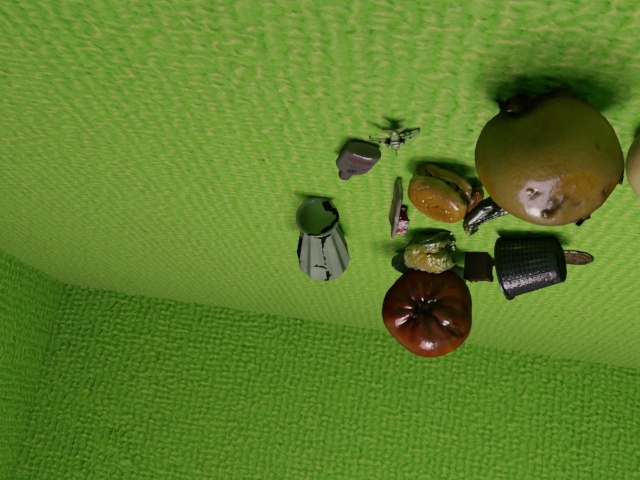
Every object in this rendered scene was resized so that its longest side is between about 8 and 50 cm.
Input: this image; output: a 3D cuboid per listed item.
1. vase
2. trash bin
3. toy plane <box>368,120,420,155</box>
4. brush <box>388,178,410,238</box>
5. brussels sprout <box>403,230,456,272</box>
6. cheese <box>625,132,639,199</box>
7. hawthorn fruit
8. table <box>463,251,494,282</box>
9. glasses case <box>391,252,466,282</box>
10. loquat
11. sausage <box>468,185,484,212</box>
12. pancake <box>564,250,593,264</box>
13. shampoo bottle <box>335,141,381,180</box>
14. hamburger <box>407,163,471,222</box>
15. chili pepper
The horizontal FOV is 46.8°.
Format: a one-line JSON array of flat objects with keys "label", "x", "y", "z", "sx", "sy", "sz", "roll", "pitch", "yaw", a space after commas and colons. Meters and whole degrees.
[{"label": "vase", "x": 0.000, "y": 0.000, "z": 2.105, "sx": 0.165, "sy": 0.165, "sz": 0.360, "roll": 8, "pitch": 161, "yaw": 7}, {"label": "trash bin", "x": 0.565, "y": 0.062, "z": 1.974, "sx": 0.161, "sy": 0.175, "sz": 0.175, "roll": -13, "pitch": 155, "yaw": 30}, {"label": "toy plane", "x": 0.149, "y": -0.203, "z": 1.485, "sx": 0.102, "sy": 0.040, "sz": 0.111, "roll": -3, "pitch": 161, "yaw": 7}, {"label": "brush", "x": 0.204, "y": -0.075, "z": 1.874, "sx": 0.050, "sy": 0.060, "sz": 0.321, "roll": -4, "pitch": 164, "yaw": 2}, {"label": "brussels sprout", "x": 0.311, "y": 0.031, "z": 2.118, "sx": 0.139, "sy": 0.101, "sz": 0.181, "roll": 26, "pitch": 161, "yaw": -18}, {"label": "cheese", "x": 0.653, "y": -0.134, "z": 1.303, "sx": 0.214, "sy": 0.117, "sz": 0.226, "roll": 4, "pitch": 158, "yaw": 34}, {"label": "hawthorn fruit", "x": 0.335, "y": 0.220, "z": 2.258, "sx": 0.277, "sy": 0.277, "sz": 0.298, "roll": 7, "pitch": 168, "yaw": 12}, {"label": "table", "x": 0.479, "y": 0.085, "z": 2.222, "sx": 0.070, "sy": 0.083, "sz": 0.082, "roll": -1, "pitch": 164, "yaw": 30}, {"label": "glasses case", "x": 0.350, "y": 0.096, "z": 2.367, "sx": 0.282, "sy": 0.067, "sz": 0.109, "roll": 19, "pitch": 157, "yaw": -33}, {"label": "loquat", "x": 0.378, "y": -0.143, "z": 1.246, "sx": 0.243, "sy": 0.244, "sz": 0.244, "roll": 9, "pitch": 164, "yaw": 3}, {"label": "sausage", "x": 0.340, "y": -0.088, "z": 1.737, "sx": 0.054, "sy": 0.062, "sz": 0.183, "roll": 30, "pitch": 159, "yaw": -7}, {"label": "pancake", "x": 0.712, "y": 0.050, "z": 2.079, "sx": 0.114, "sy": 0.011, "sz": 0.115, "roll": 9, "pitch": 164, "yaw": 3}, {"label": "shampoo bottle", "x": 0.075, "y": -0.172, "z": 1.637, "sx": 0.080, "sy": 0.040, "sz": 0.165, "roll": 11, "pitch": 164, "yaw": -12}, {"label": "hamburger", "x": 0.266, "y": -0.101, "z": 1.644, "sx": 0.147, "sy": 0.083, "sz": 0.138, "roll": 29, "pitch": 163, "yaw": 15}, {"label": "chili pepper", "x": 0.452, "y": -0.091, "z": 1.547, "sx": 0.359, "sy": 0.076, "sz": 0.085, "roll": -19, "pitch": 177, "yaw": 35}]
